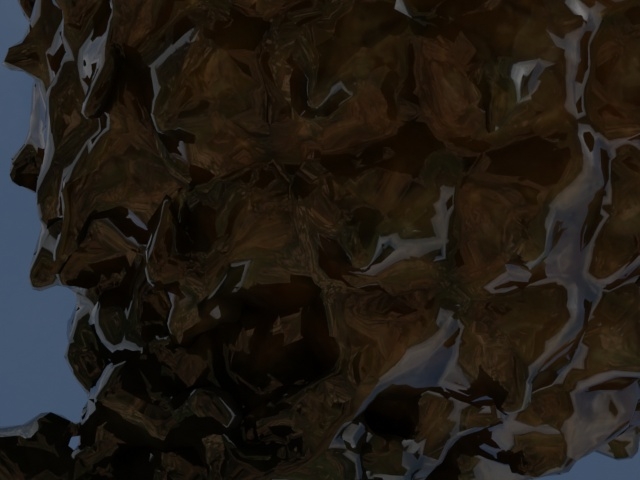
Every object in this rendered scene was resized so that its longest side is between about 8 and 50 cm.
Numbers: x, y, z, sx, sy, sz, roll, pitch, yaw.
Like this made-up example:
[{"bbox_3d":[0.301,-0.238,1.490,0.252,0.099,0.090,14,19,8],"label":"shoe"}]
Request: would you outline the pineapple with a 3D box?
[{"bbox_3d":[0.000,0.000,0.398,0.202,0.202,0.362,22,-102,24],"label":"pineapple"}]
